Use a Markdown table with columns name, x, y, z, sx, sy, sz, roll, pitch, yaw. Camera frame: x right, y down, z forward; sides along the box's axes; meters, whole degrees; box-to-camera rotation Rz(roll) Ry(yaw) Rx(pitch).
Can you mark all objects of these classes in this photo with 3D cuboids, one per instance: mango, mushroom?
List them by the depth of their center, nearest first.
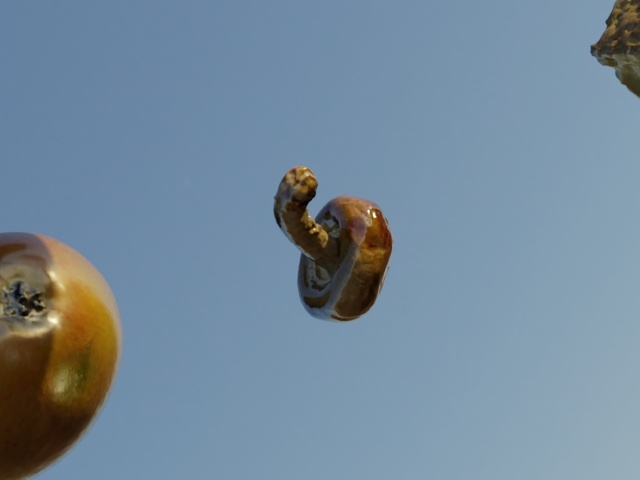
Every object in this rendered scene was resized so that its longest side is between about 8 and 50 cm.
| name | x | y | z | sx | sy | sz | roll | pitch | yaw |
| --- | --- | --- | --- | --- | --- | --- | --- | --- | --- |
| mushroom | 0.011 | 0.000 | 1.274 | 0.129 | 0.073 | 0.088 | 74 | -163 | -50 |
| mango | -0.248 | 0.101 | 1.475 | 0.211 | 0.173 | 0.317 | -55 | 0 | -17 |

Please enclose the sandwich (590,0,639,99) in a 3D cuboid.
| name | x | y | z | sx | sy | sz | roll | pitch | yaw |
| --- | --- | --- | --- | --- | --- | --- | --- | --- | --- |
| sandwich | 0.344 | -0.113 | 1.298 | 0.226 | 0.251 | 0.087 | 35 | -111 | -30 |
